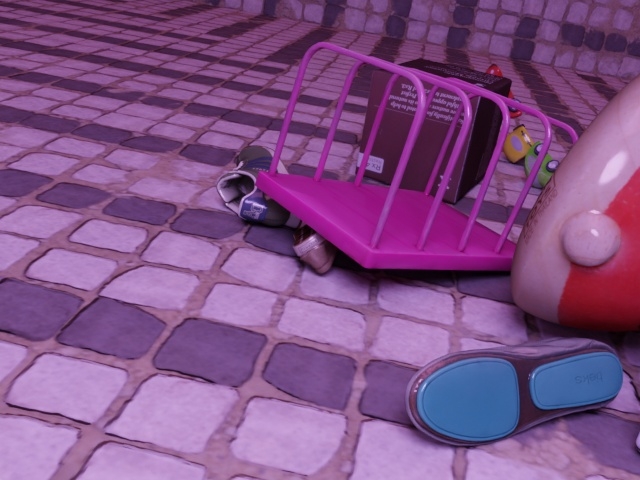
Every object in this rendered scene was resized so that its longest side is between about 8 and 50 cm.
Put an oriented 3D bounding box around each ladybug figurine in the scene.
[{"bbox_3d":[0.339,-0.040,0.687,0.162,0.305,0.449,36,36,21],"label":"ladybug figurine"}]

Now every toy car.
[{"bbox_3d":[0.347,-0.159,1.169,0.053,0.239,0.224,-30,49,12],"label":"toy car"}]

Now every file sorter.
[{"bbox_3d":[0.119,-0.092,0.774,0.291,0.182,0.202,3,24,-41],"label":"file sorter"}]

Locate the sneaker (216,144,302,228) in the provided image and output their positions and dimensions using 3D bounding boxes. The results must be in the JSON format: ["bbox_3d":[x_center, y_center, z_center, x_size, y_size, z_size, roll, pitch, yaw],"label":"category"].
[{"bbox_3d":[-0.091,-0.076,0.870,0.086,0.064,0.192,2,27,-27],"label":"sneaker"}]

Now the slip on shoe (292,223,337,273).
[{"bbox_3d":[0.000,0.000,0.772,0.051,0.041,0.135,-34,9,8],"label":"slip on shoe"}]

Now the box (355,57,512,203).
[{"bbox_3d":[0.181,-0.179,1.080,0.169,0.166,0.203,19,26,21],"label":"box"}]

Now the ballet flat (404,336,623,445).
[{"bbox_3d":[0.146,0.117,0.550,0.213,0.072,0.068,-2,-1,-26],"label":"ballet flat"}]

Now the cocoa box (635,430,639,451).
[{"bbox_3d":[0.419,0.045,0.443,0.232,0.346,0.228,-6,28,-34],"label":"cocoa box"}]
